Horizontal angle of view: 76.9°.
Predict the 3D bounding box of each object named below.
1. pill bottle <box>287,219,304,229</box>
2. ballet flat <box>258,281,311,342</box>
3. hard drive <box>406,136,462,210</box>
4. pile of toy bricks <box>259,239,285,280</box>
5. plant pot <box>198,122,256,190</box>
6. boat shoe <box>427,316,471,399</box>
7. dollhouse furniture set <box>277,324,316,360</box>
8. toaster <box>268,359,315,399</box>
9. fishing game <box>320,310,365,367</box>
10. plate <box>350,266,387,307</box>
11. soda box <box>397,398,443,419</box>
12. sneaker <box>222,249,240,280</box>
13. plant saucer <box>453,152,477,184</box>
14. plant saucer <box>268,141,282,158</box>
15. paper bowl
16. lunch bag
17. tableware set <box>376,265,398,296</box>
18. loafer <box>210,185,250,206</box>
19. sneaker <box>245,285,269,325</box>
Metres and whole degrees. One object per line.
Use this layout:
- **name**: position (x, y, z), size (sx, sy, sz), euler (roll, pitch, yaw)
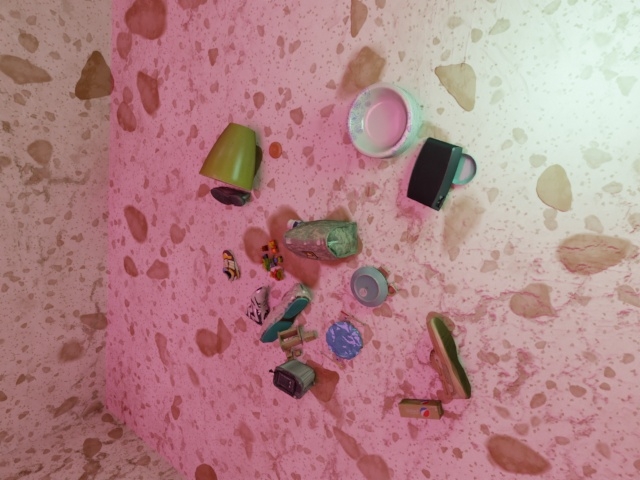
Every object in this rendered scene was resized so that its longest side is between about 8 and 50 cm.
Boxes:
- **pill bottle**: position (-0.102, -0.063, 1.970), size (0.120, 0.067, 0.067), euler (21, 109, 30)
- **ballet flat**: position (-0.188, 0.368, 2.083), size (0.147, 0.147, 0.409), euler (50, 118, 17)
- **hard drive**: position (0.431, -0.259, 1.564), size (0.172, 0.054, 0.255), euler (34, 117, 40)
- **pile of toy bricks**: position (-0.268, 0.112, 2.089), size (0.118, 0.105, 0.212), euler (-13, 90, 35)
- **plant pot**: position (-0.438, -0.432, 2.047), size (0.274, 0.274, 0.294), euler (20, 93, 30)
- **boat shoe**: position (0.490, 0.480, 1.621), size (0.110, 0.121, 0.341), euler (-23, 86, 34)
- **dollhouse furniture set**: position (-0.110, 0.518, 2.088), size (0.181, 0.161, 0.101), euler (-18, 45, -1)
- **toaster**: position (-0.139, 0.702, 2.071), size (0.226, 0.146, 0.129), euler (18, 107, 30)
- **fishing game**: position (0.115, 0.475, 1.928), size (0.189, 0.041, 0.264), euler (27, 107, 20)
- **plate**: position (0.210, 0.211, 1.803), size (0.188, 0.024, 0.188), euler (7, 103, 33)
- **soda box**: position (0.431, 0.726, 1.740), size (0.181, 0.058, 0.061), euler (-13, 90, 34)
- **sneaker**: position (-0.521, 0.140, 2.279), size (0.069, 0.084, 0.186), euler (-32, 80, 34)
- **plant saucer**: position (0.534, -0.271, 1.528), size (0.119, 0.021, 0.120), euler (7, 102, 34)
- **plant saucer**: position (-0.228, -0.453, 2.025), size (0.083, 0.013, 0.084), euler (7, 102, 34)
- **paper bowl**: position (0.257, -0.470, 1.609), size (0.284, 0.148, 0.285), euler (6, 100, 34)
- **lunch bag**: position (0.000, 0.000, 1.778), size (0.235, 0.287, 0.169), euler (4, 100, 33)
- **tableware set**: position (0.261, 0.204, 1.794), size (0.168, 0.020, 0.141), euler (-41, 75, 31)
- **loafer**: position (-0.492, -0.248, 2.214), size (0.267, 0.084, 0.096), euler (18, 139, 35)
- **sneaker**: position (-0.310, 0.366, 2.167), size (0.153, 0.094, 0.235), euler (42, 118, 20)
